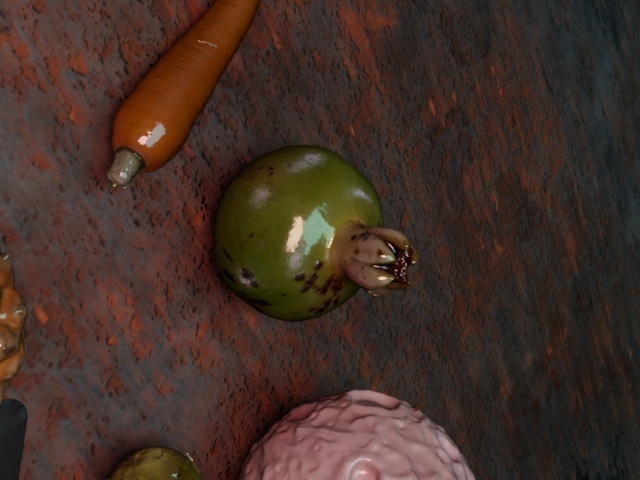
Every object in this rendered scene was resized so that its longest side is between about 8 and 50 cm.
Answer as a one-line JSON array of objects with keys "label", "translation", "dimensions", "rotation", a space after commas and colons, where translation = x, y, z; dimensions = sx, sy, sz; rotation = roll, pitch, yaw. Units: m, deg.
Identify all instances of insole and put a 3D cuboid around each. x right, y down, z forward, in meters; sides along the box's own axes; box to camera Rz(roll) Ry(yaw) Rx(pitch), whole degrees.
[{"label": "insole", "translation": [-0.277, 0.210, 0.694], "dimensions": [0.053, 0.002, 0.153], "rotation": [14, 83, -45]}]

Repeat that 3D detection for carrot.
[{"label": "carrot", "translation": [-0.117, -0.177, 0.803], "dimensions": [0.069, 0.069, 0.336], "rotation": [51, 52, -35]}]

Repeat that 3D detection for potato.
[{"label": "potato", "translation": [-0.144, 0.294, 0.775], "dimensions": [0.117, 0.090, 0.225], "rotation": [-36, 124, -45]}]

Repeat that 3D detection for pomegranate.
[{"label": "pomegranate", "translation": [0.000, -0.010, 0.827], "dimensions": [0.179, 0.210, 0.179], "rotation": [-6, 90, -69]}]

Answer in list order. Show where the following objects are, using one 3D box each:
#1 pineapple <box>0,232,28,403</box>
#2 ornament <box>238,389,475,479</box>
[{"label": "pineapple", "translation": [-0.304, 0.055, 0.553], "dimensions": [0.193, 0.166, 0.166], "rotation": [-3, 95, -46]}, {"label": "ornament", "translation": [0.032, 0.287, 0.835], "dimensions": [0.225, 0.259, 0.259], "rotation": [-30, 113, -45]}]
